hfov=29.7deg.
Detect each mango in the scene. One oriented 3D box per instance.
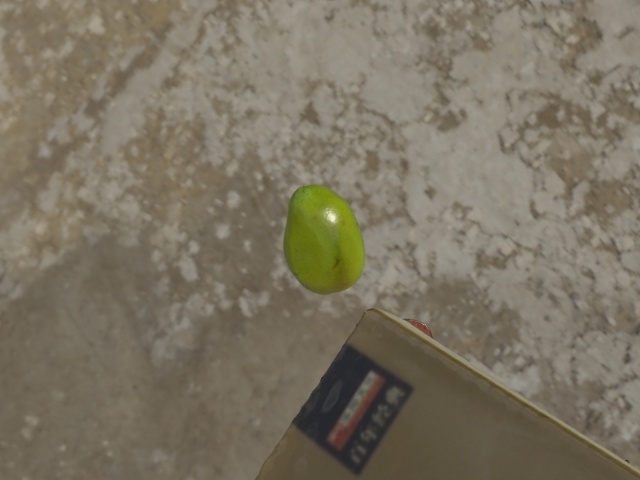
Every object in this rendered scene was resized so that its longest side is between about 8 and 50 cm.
[{"bbox_3d":[0.005,0.004,1.604,0.117,0.163,0.089,37,59,26],"label":"mango"}]

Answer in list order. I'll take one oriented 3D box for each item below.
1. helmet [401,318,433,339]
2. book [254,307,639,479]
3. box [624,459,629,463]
[{"bbox_3d":[0.113,0.146,1.546,0.065,0.084,0.049,1,38,22],"label":"helmet"},{"bbox_3d":[0.054,0.167,0.280,0.310,0.021,0.217,31,89,47],"label":"book"},{"bbox_3d":[0.215,0.311,1.234,0.235,0.034,0.132,-10,68,2],"label":"box"}]
